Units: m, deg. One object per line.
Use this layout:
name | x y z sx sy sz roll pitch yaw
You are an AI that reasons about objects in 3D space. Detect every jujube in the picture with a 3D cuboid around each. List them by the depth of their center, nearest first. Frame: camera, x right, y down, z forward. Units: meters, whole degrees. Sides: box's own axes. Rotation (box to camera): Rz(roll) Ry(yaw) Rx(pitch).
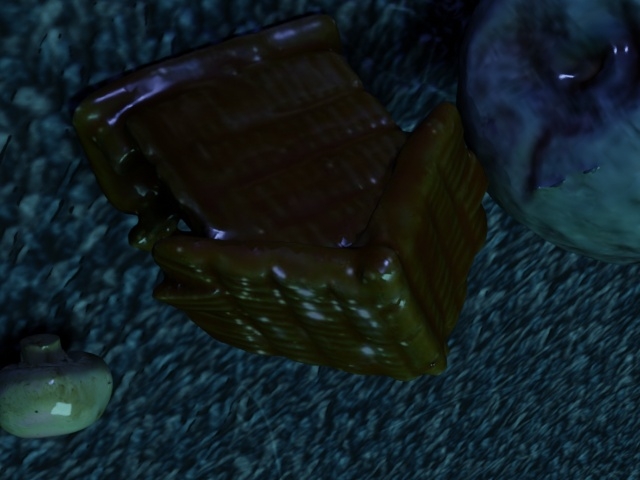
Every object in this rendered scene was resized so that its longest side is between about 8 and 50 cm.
jujube | 0.237 -0.107 0.987 0.246 0.215 0.308 -43 155 29

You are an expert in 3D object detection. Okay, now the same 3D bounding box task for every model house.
model house | -0.001 -0.001 0.896 0.220 0.229 0.199 -27 143 -12

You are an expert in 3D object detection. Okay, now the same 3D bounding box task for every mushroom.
mushroom | -0.180 0.097 1.008 0.084 0.084 0.067 -12 101 -35
